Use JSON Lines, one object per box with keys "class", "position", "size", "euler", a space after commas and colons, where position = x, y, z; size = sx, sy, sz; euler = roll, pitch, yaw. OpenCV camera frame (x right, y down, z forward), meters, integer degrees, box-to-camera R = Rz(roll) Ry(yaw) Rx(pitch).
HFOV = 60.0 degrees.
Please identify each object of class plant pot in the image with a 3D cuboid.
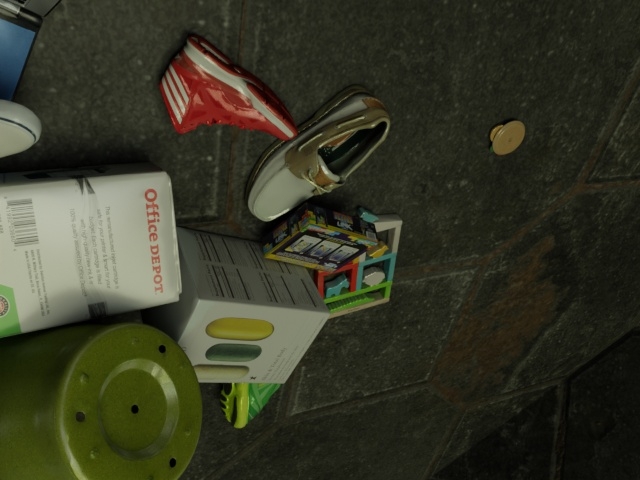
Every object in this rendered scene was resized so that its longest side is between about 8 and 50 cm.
{"class": "plant pot", "position": [-0.380, 0.272, 0.831], "size": [0.353, 0.366, 0.366], "euler": [-18, 143, 30]}

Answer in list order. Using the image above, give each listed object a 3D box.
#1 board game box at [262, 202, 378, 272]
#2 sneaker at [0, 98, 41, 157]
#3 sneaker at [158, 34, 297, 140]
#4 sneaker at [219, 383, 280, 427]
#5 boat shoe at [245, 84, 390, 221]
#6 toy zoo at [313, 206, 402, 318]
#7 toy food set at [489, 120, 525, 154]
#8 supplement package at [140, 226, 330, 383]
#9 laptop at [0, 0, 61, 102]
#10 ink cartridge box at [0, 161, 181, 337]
{"class": "board game box", "position": [0.000, 0.000, 1.044], "size": [0.170, 0.048, 0.141], "euler": [16, 144, -38]}
{"class": "sneaker", "position": [-0.461, -0.100, 0.667], "size": [0.258, 0.091, 0.094], "euler": [-10, 155, 9]}
{"class": "sneaker", "position": [-0.148, -0.201, 0.857], "size": [0.128, 0.087, 0.221], "euler": [-41, 124, 20]}
{"class": "sneaker", "position": [-0.152, 0.298, 1.278], "size": [0.124, 0.109, 0.295], "euler": [-19, 137, -48]}
{"class": "boat shoe", "position": [-0.010, -0.136, 0.959], "size": [0.302, 0.103, 0.113], "euler": [-45, 134, 12]}
{"class": "toy zoo", "position": [0.078, 0.048, 1.221], "size": [0.192, 0.030, 0.293], "euler": [-14, 133, -18]}
{"class": "toy food set", "position": [0.396, -0.217, 1.174], "size": [0.083, 0.020, 0.082], "euler": [-26, 136, -7]}
{"class": "supplement package", "position": [-0.166, 0.128, 1.034], "size": [0.263, 0.198, 0.199], "euler": [12, 121, -36]}
{"class": "laptop", "position": [-0.484, -0.219, 0.539], "size": [0.382, 0.408, 0.236], "euler": [15, 86, -38]}
{"class": "ink cartridge box", "position": [-0.368, 0.005, 0.814], "size": [0.289, 0.121, 0.211], "euler": [-9, 109, -27]}
